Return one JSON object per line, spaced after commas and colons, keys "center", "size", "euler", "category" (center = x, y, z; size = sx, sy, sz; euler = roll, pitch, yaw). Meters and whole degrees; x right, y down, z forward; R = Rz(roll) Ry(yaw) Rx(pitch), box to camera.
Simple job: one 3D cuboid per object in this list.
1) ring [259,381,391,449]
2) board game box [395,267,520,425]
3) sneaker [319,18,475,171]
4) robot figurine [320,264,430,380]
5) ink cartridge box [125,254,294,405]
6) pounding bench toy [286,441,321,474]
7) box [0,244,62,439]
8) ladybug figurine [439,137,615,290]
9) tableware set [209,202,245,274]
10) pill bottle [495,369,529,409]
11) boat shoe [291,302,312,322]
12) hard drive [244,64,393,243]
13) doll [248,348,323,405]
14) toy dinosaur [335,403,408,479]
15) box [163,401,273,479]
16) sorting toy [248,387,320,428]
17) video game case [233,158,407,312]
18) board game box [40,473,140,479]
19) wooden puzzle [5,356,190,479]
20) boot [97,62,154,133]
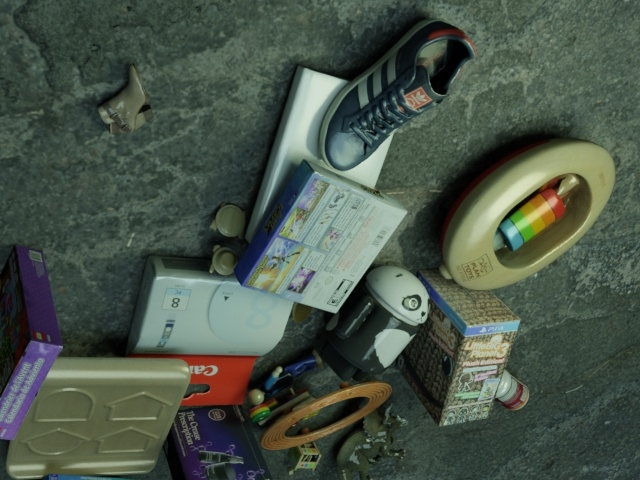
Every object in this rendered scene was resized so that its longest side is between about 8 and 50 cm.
{"center": [0.011, 0.410, 1.806], "size": [0.336, 0.032, 0.336], "euler": [-21, 154, -11], "category": "ring"}
{"center": [0.315, 0.246, 1.796], "size": [0.141, 0.232, 0.291], "euler": [-4, 121, -23], "category": "board game box"}
{"center": [0.142, -0.259, 1.393], "size": [0.131, 0.148, 0.350], "euler": [38, 94, -34], "category": "sneaker"}
{"center": [0.125, 0.188, 1.706], "size": [0.173, 0.209, 0.278], "euler": [36, 103, -6], "category": "robot figurine"}
{"center": [-0.246, 0.222, 1.612], "size": [0.308, 0.091, 0.385], "euler": [5, 116, -28], "category": "ink cartridge box"}
{"center": [-0.044, 0.561, 1.942], "size": [0.065, 0.052, 0.083], "euler": [12, 114, -31], "category": "pounding bench toy"}
{"center": [-0.530, 0.167, 1.316], "size": [0.057, 0.293, 0.201], "euler": [20, 110, -35], "category": "box"}
{"center": [0.441, -0.069, 1.700], "size": [0.449, 0.162, 0.305], "euler": [-33, 128, -3], "category": "ladybug figurine"}
{"center": [-0.148, 0.008, 1.523], "size": [0.168, 0.020, 0.141], "euler": [14, 77, -29], "category": "tableware set"}
{"center": [0.494, 0.397, 2.068], "size": [0.086, 0.086, 0.152], "euler": [-47, 126, 8], "category": "pill bottle"}
{"center": [-0.043, 0.114, 1.666], "size": [0.050, 0.045, 0.135], "euler": [-5, 118, -31], "category": "boat shoe"}
{"center": [0.009, -0.144, 1.501], "size": [0.233, 0.047, 0.353], "euler": [9, 109, -29], "category": "hard drive"}
{"center": [-0.085, 0.318, 1.756], "size": [0.189, 0.046, 0.129], "euler": [-30, 155, -11], "category": "doll"}
{"center": [0.113, 0.544, 1.986], "size": [0.313, 0.121, 0.160], "euler": [-44, 116, 11], "category": "toy dinosaur"}
{"center": [-0.230, 0.489, 1.678], "size": [0.184, 0.261, 0.103], "euler": [-1, 120, -25], "category": "box"}
{"center": [-0.076, 0.389, 1.789], "size": [0.132, 0.046, 0.274], "euler": [-30, 156, 2], "category": "sorting toy"}
{"center": [0.000, 0.000, 1.488], "size": [0.244, 0.061, 0.269], "euler": [20, 113, -37], "category": "video game case"}
{"center": [-0.528, 0.565, 1.676], "size": [0.210, 0.047, 0.160], "euler": [17, 139, -36], "category": "board game box"}
{"center": [-0.466, 0.357, 1.579], "size": [0.322, 0.080, 0.348], "euler": [5, 128, -26], "category": "wooden puzzle"}
{"center": [-0.341, -0.238, 1.309], "size": [0.087, 0.042, 0.118], "euler": [-20, 126, -10], "category": "boot"}
